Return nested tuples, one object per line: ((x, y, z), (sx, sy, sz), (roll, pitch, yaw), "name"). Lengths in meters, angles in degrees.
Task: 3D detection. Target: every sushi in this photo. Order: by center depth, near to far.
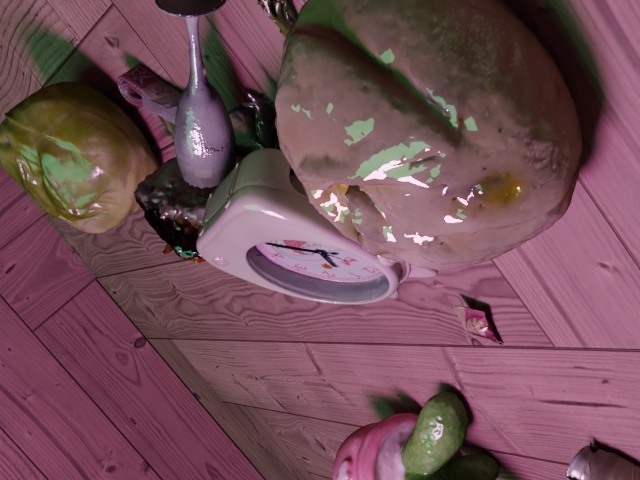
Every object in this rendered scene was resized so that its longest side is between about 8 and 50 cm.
((-0.181, -0.047, 1.673), (0.343, 0.196, 0.182), (14, 134, 52), "sushi")

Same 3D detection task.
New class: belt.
((-0.257, -0.230, 1.687), (0.232, 0.053, 0.071), (31, 145, 32), "belt")

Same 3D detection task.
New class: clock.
((0.000, 0.000, 1.419), (0.324, 0.109, 0.265), (21, 154, -18), "clock")

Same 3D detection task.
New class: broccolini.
((-0.044, -0.266, 1.267), (0.051, 0.054, 0.239), (-105, -8, -49), "broccolini")

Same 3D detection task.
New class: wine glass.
((-0.192, -0.160, 1.372), (0.096, 0.264, 0.309), (9, 134, 8), "wine glass")

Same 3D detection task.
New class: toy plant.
((0.175, 0.445, 1.797), (0.356, 0.210, 0.317), (-21, 70, 54), "toy plant")

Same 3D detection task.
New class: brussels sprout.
((-0.474, -0.166, 1.932), (0.328, 0.247, 0.328), (38, 152, 24), "brussels sprout")

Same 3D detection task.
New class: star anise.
((-0.048, -0.141, 1.451), (0.204, 0.061, 0.181), (38, 163, 29), "star anise")

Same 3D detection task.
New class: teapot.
((0.437, 0.376, 1.393), (0.200, 0.107, 0.077), (28, 154, 39), "teapot")

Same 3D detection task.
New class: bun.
((0.091, -0.110, 1.054), (0.365, 0.219, 0.365), (33, 154, 18), "bun")

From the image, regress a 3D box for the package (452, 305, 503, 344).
((0.229, 0.124, 1.448), (0.059, 0.029, 0.083), (12, 150, 42), "package")
